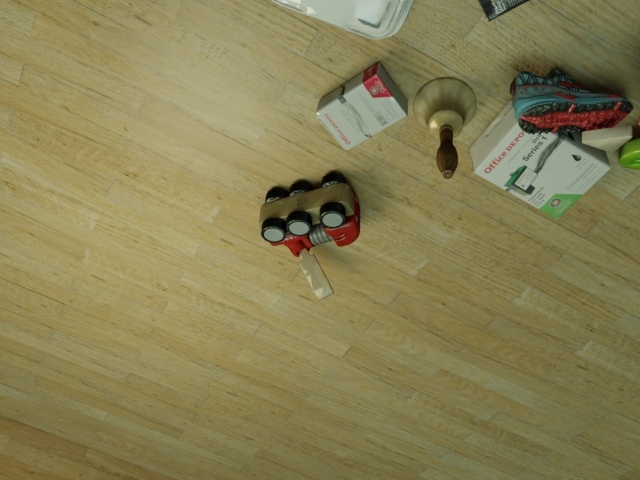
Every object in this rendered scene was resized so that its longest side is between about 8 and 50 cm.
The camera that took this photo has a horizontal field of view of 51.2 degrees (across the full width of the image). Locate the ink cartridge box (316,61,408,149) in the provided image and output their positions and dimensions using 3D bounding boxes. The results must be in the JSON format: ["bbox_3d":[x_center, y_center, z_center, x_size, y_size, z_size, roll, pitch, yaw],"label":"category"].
[{"bbox_3d":[0.083,-0.265,1.334,0.150,0.063,0.109,-27,122,28],"label":"ink cartridge box"}]

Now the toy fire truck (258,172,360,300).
[{"bbox_3d":[0.000,0.000,1.529,0.216,0.159,0.246,-14,138,19],"label":"toy fire truck"}]

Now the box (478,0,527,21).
[{"bbox_3d":[0.338,-0.468,1.150,0.162,0.029,0.116,-24,122,24],"label":"box"}]

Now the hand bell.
[{"bbox_3d":[0.235,-0.194,1.255,0.126,0.242,0.126,4,130,5],"label":"hand bell"}]

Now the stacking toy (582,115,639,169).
[{"bbox_3d":[0.657,-0.238,1.221,0.308,0.131,0.279,13,165,-38],"label":"stacking toy"}]

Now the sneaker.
[{"bbox_3d":[0.469,-0.271,1.247,0.261,0.125,0.104,0,151,-26],"label":"sneaker"}]

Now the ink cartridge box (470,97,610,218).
[{"bbox_3d":[0.436,-0.165,1.347,0.219,0.093,0.160,25,128,-14],"label":"ink cartridge box"}]

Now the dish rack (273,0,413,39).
[{"bbox_3d":[0.056,-0.510,1.130,0.285,0.072,0.333,18,131,-8],"label":"dish rack"}]
